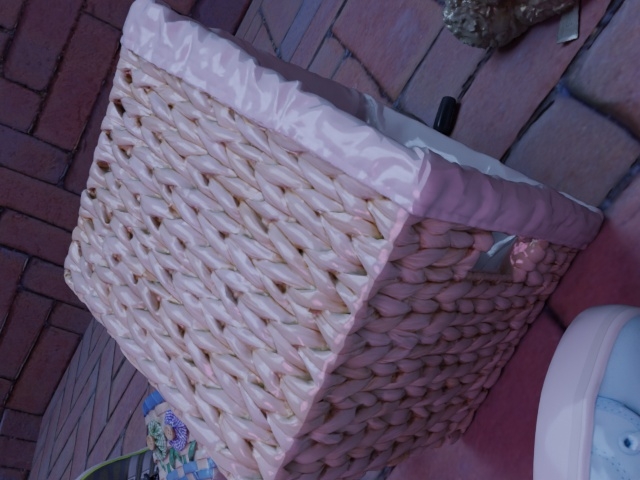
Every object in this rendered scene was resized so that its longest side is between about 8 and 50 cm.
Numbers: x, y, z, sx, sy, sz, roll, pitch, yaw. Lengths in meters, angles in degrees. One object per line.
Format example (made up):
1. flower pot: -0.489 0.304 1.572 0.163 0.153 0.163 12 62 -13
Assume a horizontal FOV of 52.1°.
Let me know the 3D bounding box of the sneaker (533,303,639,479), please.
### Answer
1. sneaker: 0.212 0.207 0.344 0.150 0.135 0.366 -20 60 49

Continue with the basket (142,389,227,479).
1. basket: -0.146 0.221 0.962 0.255 0.201 0.289 -42 45 46

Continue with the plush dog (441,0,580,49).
1. plush dog: 0.203 -0.351 0.696 0.262 0.225 0.210 -61 25 14

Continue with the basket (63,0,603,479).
1. basket: 0.000 0.000 0.579 0.331 0.328 0.266 37 109 34

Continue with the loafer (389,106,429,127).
1. loafer: 0.082 -0.026 0.794 0.112 0.111 0.319 -42 41 47

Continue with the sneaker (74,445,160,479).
1. sneaker: -0.273 0.383 1.039 0.121 0.300 0.111 -17 96 46

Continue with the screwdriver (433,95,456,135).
1. screwdriver: 0.149 -0.108 0.861 0.025 0.024 0.170 21 -96 -85
